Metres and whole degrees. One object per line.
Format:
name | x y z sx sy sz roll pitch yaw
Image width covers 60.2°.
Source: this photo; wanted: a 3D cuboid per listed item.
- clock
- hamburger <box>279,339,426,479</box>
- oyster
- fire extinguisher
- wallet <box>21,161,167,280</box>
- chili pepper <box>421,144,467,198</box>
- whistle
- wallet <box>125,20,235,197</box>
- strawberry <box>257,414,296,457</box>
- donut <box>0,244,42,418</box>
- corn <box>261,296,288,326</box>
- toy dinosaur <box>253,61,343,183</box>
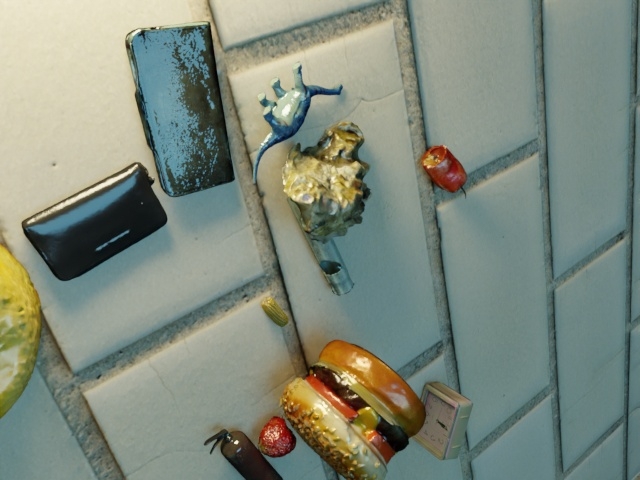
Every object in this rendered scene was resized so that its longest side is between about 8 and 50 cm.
clock | 0.372 0.553 1.695 0.071 0.147 0.192 8 100 -36
hamburger | 0.071 0.420 1.341 0.250 0.330 0.330 -47 125 -22
oyster | 0.026 -0.126 1.225 0.351 0.115 0.237 -35 101 -57
fire extinguisher | -0.187 0.545 1.356 0.089 0.072 0.267 -44 124 -23
wallet | -0.412 -0.035 1.045 0.250 0.044 0.149 -33 124 -23
chili pepper | 0.352 -0.174 1.502 0.086 0.084 0.192 -35 125 18
whistle | 0.000 0.000 1.325 0.062 0.062 0.312 -37 121 -20
wallet | -0.267 -0.251 1.076 0.172 0.045 0.318 -21 115 -31
strawberry | -0.112 0.499 1.380 0.106 0.106 0.106 -11 110 -32
donut | -0.637 0.157 0.874 0.378 0.163 0.435 3 102 -36
corn | -0.108 0.172 1.320 0.037 0.037 0.092 -46 127 -14
toy dinosaur | -0.073 -0.284 1.183 0.329 0.076 0.144 -52 133 -23
